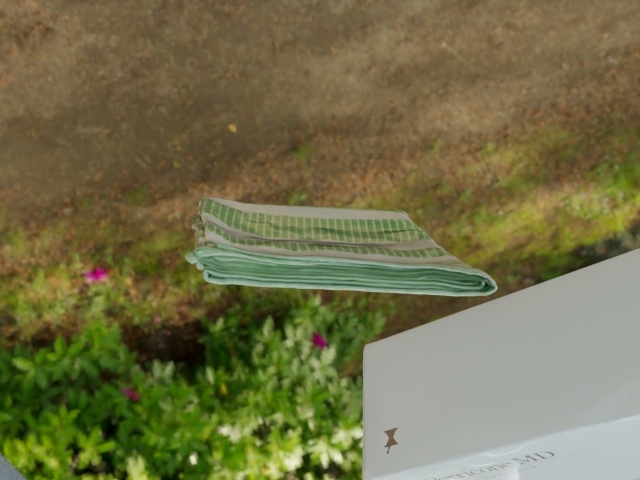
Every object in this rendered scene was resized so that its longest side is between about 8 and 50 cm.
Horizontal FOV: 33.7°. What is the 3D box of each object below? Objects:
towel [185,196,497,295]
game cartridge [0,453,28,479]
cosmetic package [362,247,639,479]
[{"bbox_3d":[0.000,0.000,0.983,0.248,0.038,0.325,4,-172,-7],"label":"towel"},{"bbox_3d":[-0.248,0.266,0.779,0.062,0.198,0.297,-47,175,-44],"label":"game cartridge"},{"bbox_3d":[0.255,0.091,0.590,0.377,0.097,0.284,-24,144,37],"label":"cosmetic package"}]
